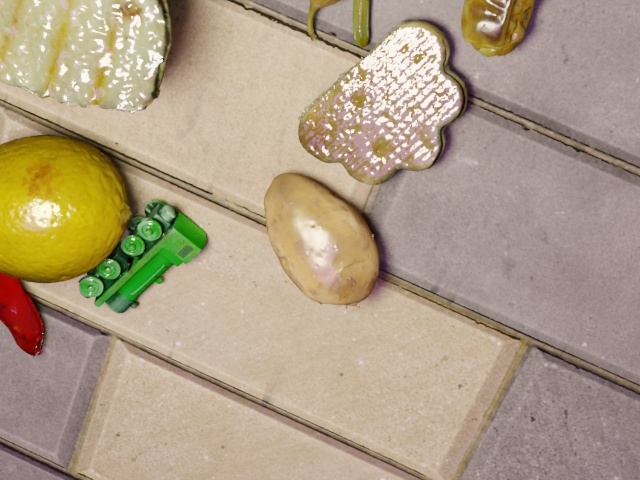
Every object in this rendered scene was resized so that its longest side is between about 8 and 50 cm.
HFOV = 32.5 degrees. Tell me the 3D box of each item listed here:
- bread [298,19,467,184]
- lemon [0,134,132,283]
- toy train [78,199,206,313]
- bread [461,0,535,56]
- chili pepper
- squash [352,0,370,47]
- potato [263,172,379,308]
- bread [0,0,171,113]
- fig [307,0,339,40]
[{"bbox_3d":[0.110,-0.195,1.704,0.286,0.056,0.207,-36,96,24],"label":"bread"},{"bbox_3d":[-0.450,-0.053,1.799,0.267,0.267,0.267,5,112,12],"label":"lemon"},{"bbox_3d":[-0.312,0.035,1.892,0.119,0.085,0.251,38,120,-19],"label":"toy train"},{"bbox_3d":[0.272,-0.393,1.570,0.087,0.098,0.269,39,125,44],"label":"bread"},{"bbox_3d":[-0.594,0.044,1.954,0.110,0.110,0.387,-22,108,21],"label":"chili pepper"},{"bbox_3d":[0.063,-0.337,1.677,0.028,0.027,0.083,6,113,12],"label":"squash"},{"bbox_3d":[-0.004,0.003,1.781,0.235,0.128,0.161,35,99,4],"label":"potato"},{"bbox_3d":[-0.378,-0.343,1.671,0.395,0.264,0.239,24,102,4],"label":"bread"},{"bbox_3d":[0.013,-0.369,1.643,0.093,0.093,0.166,13,112,9],"label":"fig"}]
